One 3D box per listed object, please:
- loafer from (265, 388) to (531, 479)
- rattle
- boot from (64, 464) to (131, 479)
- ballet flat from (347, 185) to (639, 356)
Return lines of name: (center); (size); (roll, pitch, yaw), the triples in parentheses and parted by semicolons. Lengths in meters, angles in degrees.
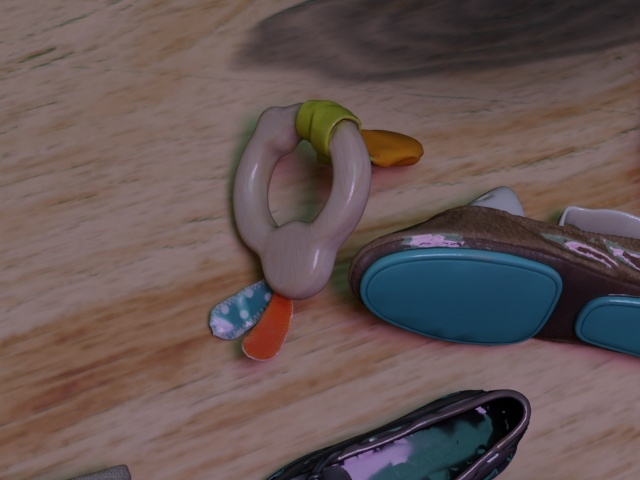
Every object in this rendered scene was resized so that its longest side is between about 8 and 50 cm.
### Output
loafer: (0.034, 0.175, 0.850); (0.267, 0.084, 0.096); (-29, 76, -22)
rattle: (0.000, 0.000, 0.948); (0.130, 0.142, 0.200); (1, 81, 22)
boot: (-0.190, 0.250, 0.775); (0.213, 0.077, 0.165); (-21, 74, -25)
ballet flat: (0.184, 0.019, 0.946); (0.342, 0.116, 0.124); (7, 46, -10)
